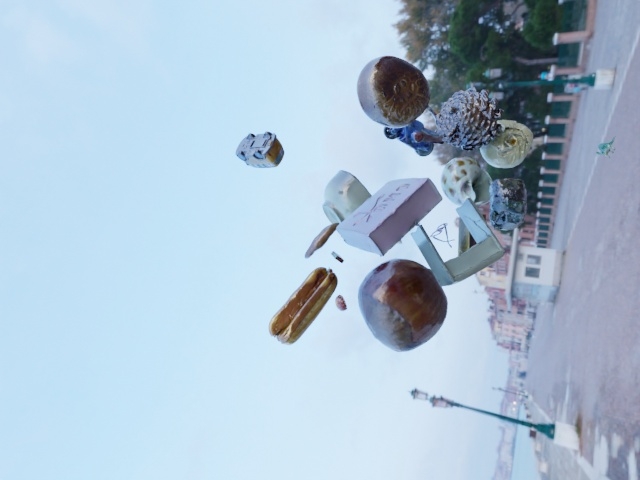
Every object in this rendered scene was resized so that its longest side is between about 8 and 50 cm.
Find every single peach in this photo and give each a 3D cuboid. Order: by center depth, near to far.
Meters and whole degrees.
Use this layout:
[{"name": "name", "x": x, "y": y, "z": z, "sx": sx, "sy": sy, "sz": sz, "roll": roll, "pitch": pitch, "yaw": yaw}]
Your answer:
[{"name": "peach", "x": 0.106, "y": 0.335, "z": 2.237, "sx": 0.050, "sy": 0.077, "sz": 0.083, "roll": -28, "pitch": -61, "yaw": -15}]

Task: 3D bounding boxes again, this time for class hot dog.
[{"name": "hot dog", "x": -0.047, "y": 0.231, "z": 1.533, "sx": 0.337, "sy": 0.135, "sz": 0.100, "roll": -51, "pitch": -42, "yaw": -21}]

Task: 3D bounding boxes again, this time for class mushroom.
[{"name": "mushroom", "x": 0.283, "y": -0.575, "z": 1.615, "sx": 0.297, "sy": 0.163, "sz": 0.278, "roll": 9, "pitch": -99, "yaw": -20}]

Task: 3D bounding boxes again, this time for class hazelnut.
[{"name": "hazelnut", "x": 0.376, "y": 0.286, "z": 1.941, "sx": 0.353, "sy": 0.421, "sz": 0.421, "roll": 110, "pitch": 179, "yaw": -69}]

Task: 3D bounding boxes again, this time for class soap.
[{"name": "soap", "x": 0.229, "y": -0.088, "z": 1.467, "sx": 0.296, "sy": 0.285, "sz": 0.107, "roll": -42, "pitch": -73, "yaw": -13}]

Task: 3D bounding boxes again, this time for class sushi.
[{"name": "sushi", "x": 0.661, "y": -0.120, "z": 1.489, "sx": 0.225, "sy": 0.124, "sz": 0.127, "roll": 49, "pitch": -135, "yaw": -59}]

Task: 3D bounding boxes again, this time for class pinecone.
[{"name": "pinecone", "x": 0.738, "y": -0.588, "z": 2.069, "sx": 0.298, "sy": 0.296, "sz": 0.242, "roll": -53, "pitch": 10, "yaw": 27}]

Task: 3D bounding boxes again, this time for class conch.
[{"name": "conch", "x": 0.726, "y": -0.301, "z": 2.112, "sx": 0.197, "sy": 0.249, "sz": 0.368, "roll": 97, "pitch": -174, "yaw": -64}]

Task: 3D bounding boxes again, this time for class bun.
[{"name": "bun", "x": 0.949, "y": -0.498, "z": 2.162, "sx": 0.152, "sy": 0.259, "sz": 0.259, "roll": -8, "pitch": -76, "yaw": -78}]

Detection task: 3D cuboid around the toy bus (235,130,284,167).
[{"name": "toy bus", "x": -0.261, "y": -0.389, "z": 1.865, "sx": 0.136, "sy": 0.209, "sz": 0.126, "roll": 46, "pitch": -122, "yaw": -46}]

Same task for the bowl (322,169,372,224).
[{"name": "bowl", "x": 0.132, "y": -0.175, "z": 2.224, "sx": 0.185, "sy": 0.354, "sz": 0.354, "roll": -38, "pitch": -43, "yaw": -13}]

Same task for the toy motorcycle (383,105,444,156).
[{"name": "toy motorcycle", "x": 0.509, "y": -0.608, "z": 2.274, "sx": 0.319, "sy": 0.182, "sz": 0.241, "roll": 24, "pitch": -99, "yaw": -20}]

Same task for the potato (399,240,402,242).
[{"name": "potato", "x": 0.446, "y": -0.028, "z": 2.600, "sx": 0.100, "sy": 0.089, "sz": 0.172, "roll": -85, "pitch": -21, "yaw": -64}]

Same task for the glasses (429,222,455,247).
[{"name": "glasses", "x": 0.599, "y": -0.014, "z": 2.050, "sx": 0.140, "sy": 0.062, "sz": 0.104, "roll": -43, "pitch": -75, "yaw": -42}]

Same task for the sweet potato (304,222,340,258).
[{"name": "sweet potato", "x": -0.004, "y": 0.004, "z": 2.051, "sx": 0.255, "sy": 0.058, "sz": 0.078, "roll": -48, "pitch": -3, "yaw": 16}]

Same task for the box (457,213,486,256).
[{"name": "box", "x": 0.789, "y": -0.013, "z": 2.197, "sx": 0.159, "sy": 0.071, "sz": 0.240, "roll": -10, "pitch": -76, "yaw": -38}]

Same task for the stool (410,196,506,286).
[{"name": "stool", "x": 0.546, "y": 0.014, "z": 1.702, "sx": 0.270, "sy": 0.243, "sz": 0.170, "roll": 61, "pitch": 174, "yaw": 10}]

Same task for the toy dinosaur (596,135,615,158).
[{"name": "toy dinosaur", "x": 1.140, "y": -0.372, "z": 1.682, "sx": 0.029, "sy": 0.060, "sz": 0.120, "roll": -48, "pitch": -31, "yaw": -13}]

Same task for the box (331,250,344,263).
[{"name": "box", "x": 0.090, "y": 0.088, "z": 2.241, "sx": 0.051, "sy": 0.082, "sz": 0.023, "roll": 36, "pitch": -85, "yaw": -22}]
